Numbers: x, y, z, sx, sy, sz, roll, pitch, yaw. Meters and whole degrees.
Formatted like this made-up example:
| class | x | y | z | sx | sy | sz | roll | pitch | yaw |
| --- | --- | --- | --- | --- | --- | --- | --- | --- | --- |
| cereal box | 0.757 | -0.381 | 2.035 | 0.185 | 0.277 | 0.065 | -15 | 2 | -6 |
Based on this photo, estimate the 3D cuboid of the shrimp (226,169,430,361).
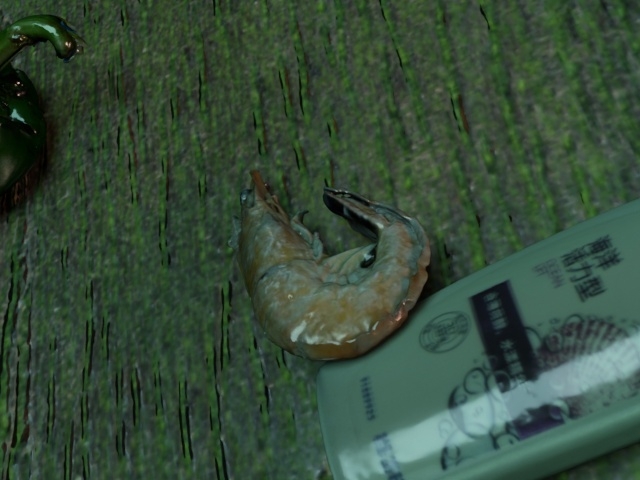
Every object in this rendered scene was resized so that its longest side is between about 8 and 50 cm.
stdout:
| class | x | y | z | sx | sy | sz | roll | pitch | yaw |
| --- | --- | --- | --- | --- | --- | --- | --- | --- | --- |
| shrimp | 0.000 | 0.000 | 0.581 | 0.126 | 0.048 | 0.223 | -28 | 38 | -2 |

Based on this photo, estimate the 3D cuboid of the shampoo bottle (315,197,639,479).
| class | x | y | z | sx | sy | sz | roll | pitch | yaw |
| --- | --- | --- | --- | --- | --- | --- | --- | --- | --- |
| shampoo bottle | 0.169 | 0.045 | 0.477 | 0.359 | 0.078 | 0.134 | -27 | 46 | 14 |

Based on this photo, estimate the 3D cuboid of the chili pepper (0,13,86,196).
| class | x | y | z | sx | sy | sz | roll | pitch | yaw |
| --- | --- | --- | --- | --- | --- | --- | --- | --- | --- |
| chili pepper | -0.334 | -0.131 | 0.777 | 0.261 | 0.174 | 0.165 | -39 | 30 | 7 |
